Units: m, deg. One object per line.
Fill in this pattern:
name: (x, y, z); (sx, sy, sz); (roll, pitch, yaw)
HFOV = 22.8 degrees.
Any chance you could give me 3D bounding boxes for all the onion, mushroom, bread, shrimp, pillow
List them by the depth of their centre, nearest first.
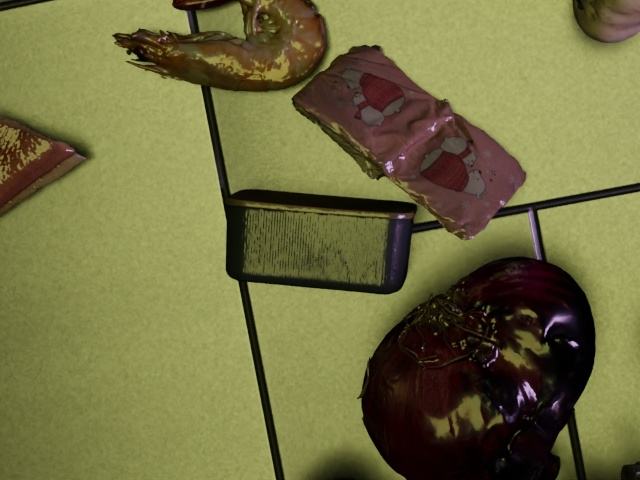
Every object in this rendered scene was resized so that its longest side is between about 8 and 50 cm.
mushroom: (0.314, -0.283, 1.657); (0.123, 0.154, 0.154); (24, 96, -21)
onion: (0.174, 0.142, 1.668); (0.281, 0.221, 0.280); (-6, 106, -21)
pillow: (0.096, -0.107, 1.716); (0.248, 0.049, 0.135); (40, 59, 6)
shrimp: (-0.111, -0.232, 1.755); (0.236, 0.053, 0.133); (3, 95, 3)
bread: (-0.371, -0.087, 1.783); (0.192, 0.067, 0.119); (-31, 97, 8)

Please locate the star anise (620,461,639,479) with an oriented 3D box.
star anise: (0.337, 0.318, 1.677); (0.212, 0.282, 0.129); (-13, 48, 12)

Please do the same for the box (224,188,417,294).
box: (0.000, 0.000, 1.712); (0.201, 0.144, 0.090); (4, 98, 5)

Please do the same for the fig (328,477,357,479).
fig: (0.013, 0.392, 1.753); (0.191, 0.190, 0.290); (27, 137, 4)
